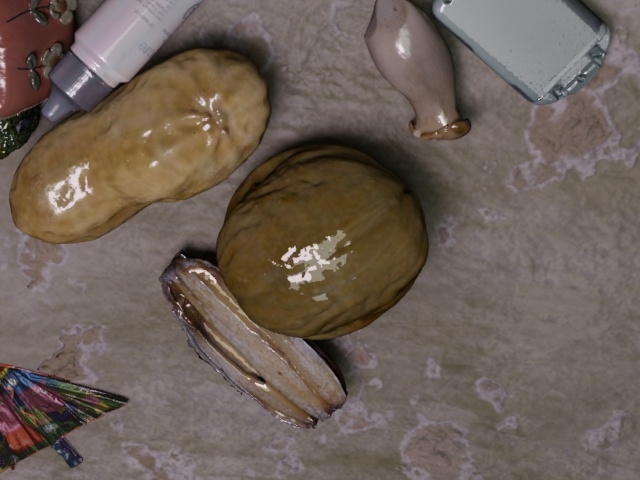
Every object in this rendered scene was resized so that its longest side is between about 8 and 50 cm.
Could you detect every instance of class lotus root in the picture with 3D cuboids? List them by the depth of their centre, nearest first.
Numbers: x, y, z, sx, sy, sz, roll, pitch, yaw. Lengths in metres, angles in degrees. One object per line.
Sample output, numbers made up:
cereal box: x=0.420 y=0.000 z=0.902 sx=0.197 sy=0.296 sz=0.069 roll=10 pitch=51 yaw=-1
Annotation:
lotus root: x=-0.096 y=0.133 z=1.579 sx=0.167 sy=0.078 sz=0.329 roll=-34 pitch=105 yaw=32

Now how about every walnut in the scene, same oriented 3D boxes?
walnut: x=0.000 y=0.000 z=1.429 sx=0.283 sy=0.227 sz=0.283 roll=2 pitch=98 yaw=12

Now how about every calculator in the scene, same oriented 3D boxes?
calculator: x=0.254 y=-0.280 z=1.384 sx=0.246 sy=0.045 sz=0.141 roll=38 pitch=111 yaw=-13

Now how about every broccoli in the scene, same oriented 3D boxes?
broccoli: x=-0.439 y=-0.183 z=1.431 sx=0.138 sy=0.146 sz=0.162 roll=27 pitch=133 yaw=25

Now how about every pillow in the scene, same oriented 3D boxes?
pillow: x=-0.360 y=-0.254 z=1.367 sx=0.075 sy=0.171 sz=0.179 roll=13 pitch=120 yaw=24

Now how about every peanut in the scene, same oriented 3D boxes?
peanut: x=-0.236 y=-0.112 z=1.411 sx=0.387 sy=0.192 sz=0.169 roll=-28 pitch=125 yaw=14

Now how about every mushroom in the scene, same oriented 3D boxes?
mushroom: x=0.124 y=-0.218 z=1.399 sx=0.097 sy=0.088 sz=0.212 roll=-17 pitch=119 yaw=21

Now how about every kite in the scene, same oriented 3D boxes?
kite: x=-0.462 y=0.277 z=1.700 sx=0.321 sy=0.016 sz=0.234 roll=-31 pitch=110 yaw=16

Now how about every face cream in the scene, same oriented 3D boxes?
face cream: x=-0.235 y=-0.266 z=1.345 sx=0.092 sy=0.092 sz=0.311 roll=43 pitch=90 yaw=-15
